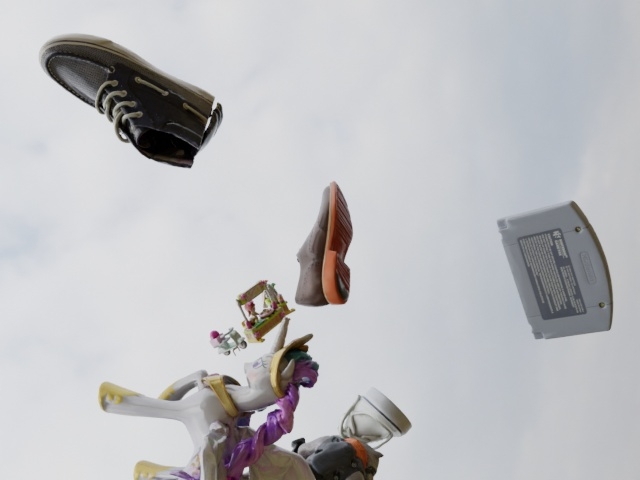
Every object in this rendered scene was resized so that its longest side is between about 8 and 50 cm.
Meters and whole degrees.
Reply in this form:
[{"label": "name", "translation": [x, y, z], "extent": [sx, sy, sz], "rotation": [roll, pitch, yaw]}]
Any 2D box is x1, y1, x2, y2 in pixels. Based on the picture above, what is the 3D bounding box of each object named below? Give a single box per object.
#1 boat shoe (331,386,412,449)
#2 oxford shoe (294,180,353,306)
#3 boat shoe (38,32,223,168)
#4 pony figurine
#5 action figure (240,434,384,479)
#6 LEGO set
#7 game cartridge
[{"label": "boat shoe", "translation": [0.096, 0.446, 1.473], "extent": [0.156, 0.136, 0.367], "rotation": [-43, -4, -17]}, {"label": "oxford shoe", "translation": [0.000, 0.000, 1.149], "extent": [0.097, 0.099, 0.271], "rotation": [57, -150, -44]}, {"label": "boat shoe", "translation": [-0.346, -0.247, 1.107], "extent": [0.158, 0.341, 0.127], "rotation": [-86, 19, -48]}, {"label": "pony figurine", "translation": [-0.151, 0.317, 0.909], "extent": [0.303, 0.364, 0.350], "rotation": [40, -145, -55]}, {"label": "action figure", "translation": [0.017, 0.516, 1.244], "extent": [0.330, 0.341, 0.178], "rotation": [-19, -44, -43]}, {"label": "LEGO set", "translation": [-0.134, 0.132, 1.354], "extent": [0.107, 0.132, 0.287], "rotation": [66, -156, -13]}, {"label": "game cartridge", "translation": [0.529, 0.068, 1.377], "extent": [0.062, 0.198, 0.297], "rotation": [-31, -77, -60]}]
